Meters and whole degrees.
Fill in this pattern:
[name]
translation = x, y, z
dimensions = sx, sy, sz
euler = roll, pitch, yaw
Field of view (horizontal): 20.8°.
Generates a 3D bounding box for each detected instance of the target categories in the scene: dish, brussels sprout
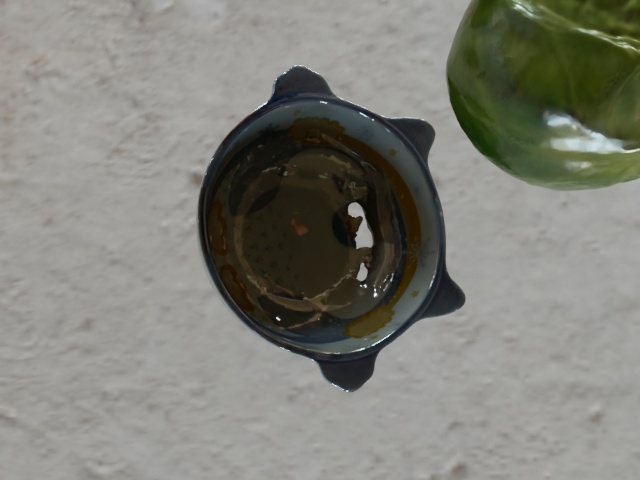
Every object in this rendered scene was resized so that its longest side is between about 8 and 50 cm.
[dish]
translation = 0.000, 0.000, 1.360
dimensions = 0.228, 0.086, 0.236
euler = 18, 73, -18
[brussels sprout]
translation = 0.178, -0.111, 1.190
dimensions = 0.181, 0.144, 0.161
euler = 26, 90, 8
